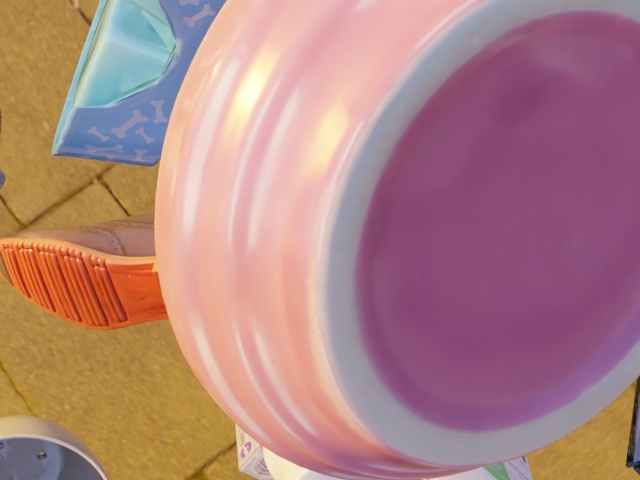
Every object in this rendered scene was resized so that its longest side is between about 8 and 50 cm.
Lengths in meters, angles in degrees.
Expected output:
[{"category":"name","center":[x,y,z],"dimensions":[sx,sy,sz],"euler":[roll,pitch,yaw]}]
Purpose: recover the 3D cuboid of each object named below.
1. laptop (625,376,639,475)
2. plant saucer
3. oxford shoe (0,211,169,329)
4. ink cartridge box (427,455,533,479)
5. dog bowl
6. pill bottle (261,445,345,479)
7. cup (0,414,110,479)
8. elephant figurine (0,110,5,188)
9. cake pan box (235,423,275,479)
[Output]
[{"category":"laptop","center":[0.726,0.334,1.902],"dimensions":[0.236,0.382,0.407],"euler":[10,99,40]},{"category":"plant saucer","center":[0.086,-0.016,0.542],"dimensions":[0.332,0.332,0.084],"euler":[-39,36,-10]},{"category":"oxford shoe","center":[-0.174,0.021,1.019],"dimensions":[0.271,0.097,0.098],"euler":[7,41,17]},{"category":"ink cartridge box","center":[0.231,0.299,1.765],"dimensions":[0.115,0.198,0.273],"euler":[-31,40,21]},{"category":"dog bowl","center":[-0.102,-0.167,0.736],"dimensions":[0.074,0.297,0.166],"euler":[19,44,-17]},{"category":"pill bottle","center":[0.003,0.197,1.285],"dimensions":[0.161,0.161,0.283],"euler":[-15,35,-2]},{"category":"cup","center":[-0.530,0.438,1.920],"dimensions":[0.331,0.237,0.331],"euler":[-4,107,-14]},{"category":"elephant figurine","center":[-0.491,-0.149,1.418],"dimensions":[0.169,0.239,0.186],"euler":[14,75,-21]},{"category":"cake pan box","center":[-0.032,0.347,1.894],"dimensions":[0.246,0.267,0.070],"euler":[29,111,-22]}]
